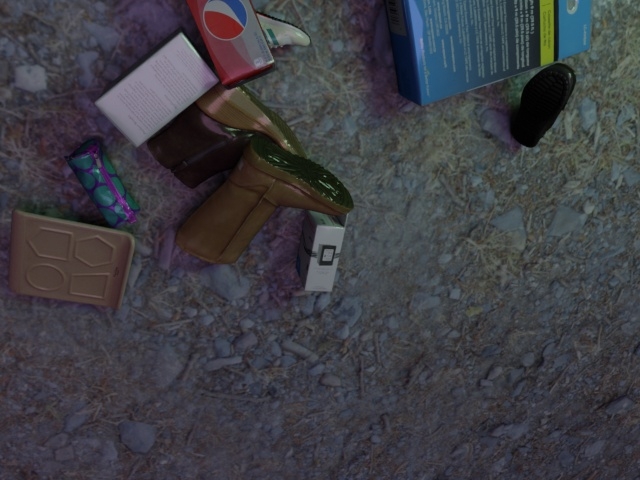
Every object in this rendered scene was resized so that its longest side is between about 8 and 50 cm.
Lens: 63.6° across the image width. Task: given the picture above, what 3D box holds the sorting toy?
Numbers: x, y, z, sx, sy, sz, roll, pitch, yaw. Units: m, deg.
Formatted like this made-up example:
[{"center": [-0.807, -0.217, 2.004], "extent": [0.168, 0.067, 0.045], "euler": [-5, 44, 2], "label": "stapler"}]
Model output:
[{"center": [-0.462, 0.038, 0.960], "extent": [0.208, 0.038, 0.193], "euler": [15, 124, -16], "label": "sorting toy"}]

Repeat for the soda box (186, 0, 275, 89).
[{"center": [-0.159, -0.373, 0.786], "extent": [0.092, 0.083, 0.263], "euler": [-23, 101, 1], "label": "soda box"}]

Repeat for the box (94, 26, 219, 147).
[{"center": [-0.261, -0.251, 0.836], "extent": [0.170, 0.130, 0.091], "euler": [-37, 120, 5], "label": "box"}]

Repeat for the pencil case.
[{"center": [-0.382, -0.098, 0.912], "extent": [0.064, 0.070, 0.152], "euler": [-46, 127, -34], "label": "pencil case"}]

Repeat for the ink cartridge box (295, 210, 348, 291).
[{"center": [0.000, 0.000, 1.043], "extent": [0.060, 0.104, 0.180], "euler": [4, 113, -16], "label": "ink cartridge box"}]

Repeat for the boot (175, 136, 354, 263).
[{"center": [-0.106, -0.045, 0.965], "extent": [0.236, 0.089, 0.269], "euler": [28, 127, -22], "label": "boot"}]

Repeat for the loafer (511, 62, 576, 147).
[{"center": [0.439, -0.273, 1.011], "extent": [0.078, 0.080, 0.220], "euler": [-44, 164, -14], "label": "loafer"}]

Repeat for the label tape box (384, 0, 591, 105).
[{"center": [0.296, -0.418, 0.919], "extent": [0.347, 0.115, 0.249], "euler": [-20, 120, -7], "label": "label tape box"}]

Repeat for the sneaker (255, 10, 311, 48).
[{"center": [-0.099, -0.345, 0.879], "extent": [0.161, 0.057, 0.075], "euler": [13, 113, -16], "label": "sneaker"}]

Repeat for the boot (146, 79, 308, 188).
[{"center": [-0.161, -0.160, 0.952], "extent": [0.206, 0.090, 0.248], "euler": [-35, 124, 19], "label": "boot"}]
